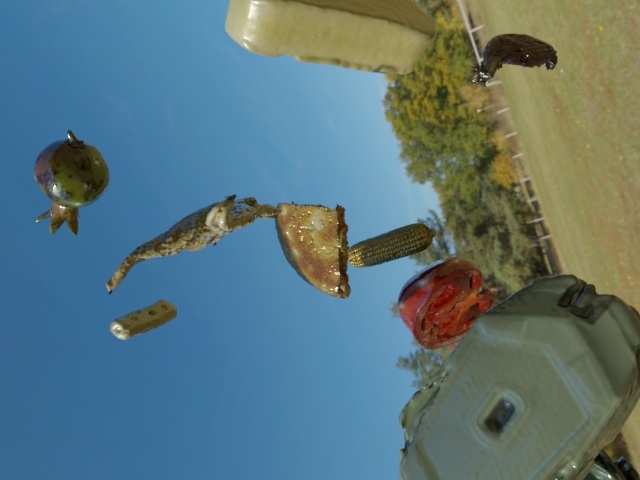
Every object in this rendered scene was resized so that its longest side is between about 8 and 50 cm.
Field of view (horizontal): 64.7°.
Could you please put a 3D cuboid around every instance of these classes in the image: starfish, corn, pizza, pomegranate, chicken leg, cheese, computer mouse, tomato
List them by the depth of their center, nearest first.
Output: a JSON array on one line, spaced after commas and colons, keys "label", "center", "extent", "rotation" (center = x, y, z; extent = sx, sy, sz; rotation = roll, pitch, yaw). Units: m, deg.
[{"label": "computer mouse", "center": [0.282, 0.249, 0.725], "extent": [0.228, 0.429, 0.145], "rotation": [36, 178, 43]}, {"label": "cheese", "center": [0.036, -0.416, 0.909], "extent": [0.384, 0.104, 0.384], "rotation": [14, -133, -16]}, {"label": "starfish", "center": [-0.229, -0.015, 0.956], "extent": [0.432, 0.324, 0.082], "rotation": [-50, -63, -77]}, {"label": "chicken leg", "center": [0.368, -0.357, 0.988], "extent": [0.253, 0.051, 0.106], "rotation": [-25, -119, -29]}, {"label": "pomegranate", "center": [-0.545, -0.119, 1.075], "extent": [0.156, 0.220, 0.156], "rotation": [41, -171, -8]}, {"label": "tomato", "center": [0.258, 0.122, 1.106], "extent": [0.139, 0.200, 0.233], "rotation": [51, 177, 47]}, {"label": "corn", "center": [0.156, 0.012, 1.130], "extent": [0.068, 0.207, 0.068], "rotation": [52, -151, -43]}, {"label": "cheese", "center": [-0.426, 0.193, 1.234], "extent": [0.065, 0.043, 0.194], "rotation": [38, -160, 12]}, {"label": "pizza", "center": [0.000, 0.000, 1.367], "extent": [0.335, 0.226, 0.086], "rotation": [52, -156, 23]}]

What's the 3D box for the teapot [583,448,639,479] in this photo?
[{"label": "teapot", "center": [0.445, 0.531, 0.946], "extent": [0.270, 0.337, 0.200], "rotation": [54, -173, -24]}]
